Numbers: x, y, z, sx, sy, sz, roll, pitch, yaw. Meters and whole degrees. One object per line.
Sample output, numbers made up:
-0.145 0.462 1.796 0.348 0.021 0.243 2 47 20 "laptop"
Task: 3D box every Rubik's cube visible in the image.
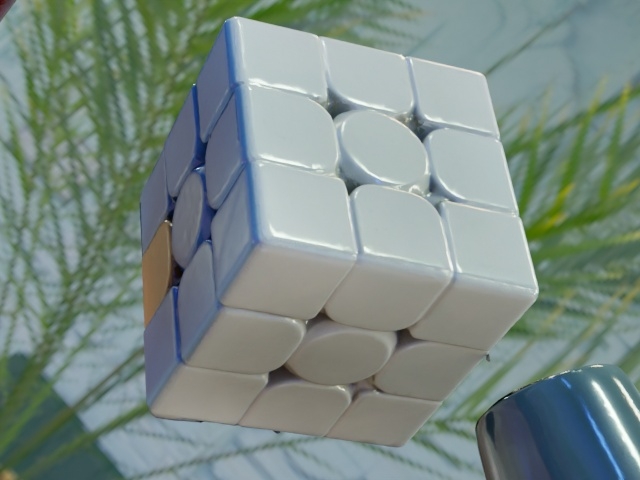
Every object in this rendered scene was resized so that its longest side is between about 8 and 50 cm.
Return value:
0.000 0.000 1.451 0.291 0.291 0.290 122 -31 -44 "Rubik's cube"

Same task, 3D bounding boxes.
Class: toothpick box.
0.163 0.167 0.845 0.120 0.120 0.184 66 2 -67 "toothpick box"

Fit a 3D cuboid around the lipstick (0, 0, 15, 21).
-0.316 -0.305 1.518 0.080 0.241 0.080 38 15 -12 "lipstick"
